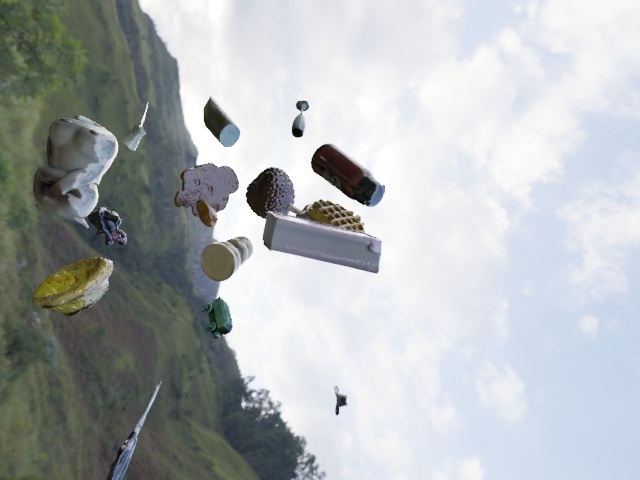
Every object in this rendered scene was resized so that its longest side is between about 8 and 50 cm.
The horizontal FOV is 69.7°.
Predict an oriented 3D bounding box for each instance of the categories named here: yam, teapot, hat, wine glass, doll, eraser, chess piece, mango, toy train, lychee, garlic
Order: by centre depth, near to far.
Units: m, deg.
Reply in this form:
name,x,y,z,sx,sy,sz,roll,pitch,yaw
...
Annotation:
name,x,y,z,sx,sy,sz,roll,pitch,yaw
eraser,0.000,0.000,1.520,0.272,0.359,0.122,-153,-105,-77
doll,-0.829,-0.247,1.553,0.226,0.215,0.370,176,-65,-76
teapot,-0.630,-0.353,1.559,0.083,0.057,0.067,-49,-163,6
toy train,-0.381,0.289,1.716,0.070,0.099,0.172,59,2,-43
mango,-0.424,-0.101,1.718,0.127,0.063,0.077,54,-22,28
hat,0.077,0.601,1.726,0.121,0.050,0.121,-3,90,-89
yam,-0.407,-0.472,1.795,0.259,0.106,0.106,48,-47,32
wine glass,-0.087,-0.506,1.917,0.066,0.066,0.198,-52,-156,46
doll,-0.907,-0.063,1.958,0.088,0.127,0.248,56,-18,27
garlic,-0.058,-0.094,1.978,0.219,0.212,0.218,-30,-145,24
chess piece,-0.397,0.058,2.047,0.167,0.299,0.167,3,-75,12
lychee,-0.247,-0.232,2.360,0.267,0.268,0.267,16,-71,53

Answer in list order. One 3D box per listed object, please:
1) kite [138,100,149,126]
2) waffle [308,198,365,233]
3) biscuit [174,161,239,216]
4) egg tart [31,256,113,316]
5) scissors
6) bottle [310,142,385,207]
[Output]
name,x,y,z,sx,sy,sz,roll,pitch,yaw
kite,-0.756,-0.484,1.923,0.229,0.012,0.250,-63,-157,21
waffle,0.081,-0.091,1.900,0.229,0.219,0.057,49,-54,24
biscuit,-0.461,-0.206,1.857,0.041,0.290,0.208,10,-58,52
egg tart,-0.553,0.107,1.046,0.191,0.191,0.074,23,-40,51
scissors,-0.470,0.485,1.174,0.300,0.022,0.109,-81,-173,-53
bottle,0.114,-0.254,1.813,0.336,0.144,0.144,41,-51,34
